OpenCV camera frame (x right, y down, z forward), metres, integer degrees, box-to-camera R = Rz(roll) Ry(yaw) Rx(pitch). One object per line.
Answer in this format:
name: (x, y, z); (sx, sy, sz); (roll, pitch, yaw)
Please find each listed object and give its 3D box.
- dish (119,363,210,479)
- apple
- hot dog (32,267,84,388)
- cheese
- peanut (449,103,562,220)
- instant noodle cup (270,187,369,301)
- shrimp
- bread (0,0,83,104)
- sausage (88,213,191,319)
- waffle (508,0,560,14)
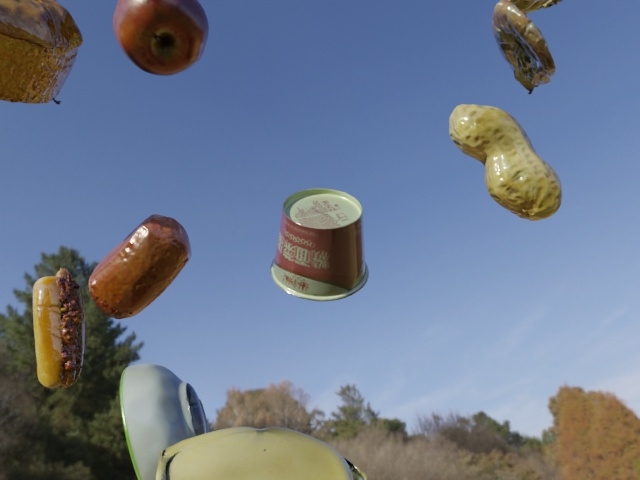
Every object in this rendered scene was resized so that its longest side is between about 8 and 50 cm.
dish: (-0.286, 0.391, 1.176); (0.124, 0.324, 0.324); (-19, -31, -6)
apple: (-0.385, -0.519, 1.392); (0.230, 0.230, 0.230); (-5, -31, -3)
hot dog: (-0.514, 0.166, 1.143); (0.076, 0.249, 0.102); (-26, -27, 30)
cheese: (-0.079, 0.372, 0.820); (0.316, 0.259, 0.128); (-6, -59, -13)
peanut: (0.295, -0.129, 0.924); (0.098, 0.229, 0.103); (-39, -9, 29)
instant noodle cup: (0.000, 0.000, 1.314); (0.235, 0.235, 0.178); (-3, -56, -7)
shrimp: (0.318, -0.279, 0.878); (0.047, 0.126, 0.223); (-40, -32, 12)
bread: (-0.688, -0.438, 1.154); (0.398, 0.398, 0.215); (13, -68, -29)
sausage: (-0.408, 0.059, 1.318); (0.268, 0.153, 0.141); (-44, -70, 8)
waffle: (0.414, -0.458, 0.935); (0.261, 0.056, 0.250); (-30, -8, 21)
